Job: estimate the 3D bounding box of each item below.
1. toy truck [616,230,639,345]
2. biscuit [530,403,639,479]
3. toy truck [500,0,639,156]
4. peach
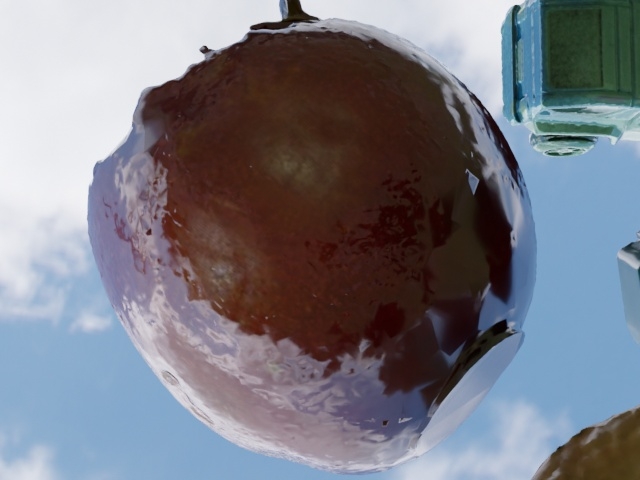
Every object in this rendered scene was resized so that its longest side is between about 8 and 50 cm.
[{"bbox_3d":[0.350,0.000,1.337,0.253,0.114,0.124,-41,-81,3],"label":"toy truck"},{"bbox_3d":[0.155,0.156,0.533,0.118,0.029,0.247,-38,-117,0],"label":"biscuit"},{"bbox_3d":[0.316,-0.163,1.663,0.279,0.156,0.155,3,-100,-14],"label":"toy truck"},{"bbox_3d":[0.012,0.017,1.340,0.335,0.406,0.310,-39,-116,-13],"label":"peach"}]
